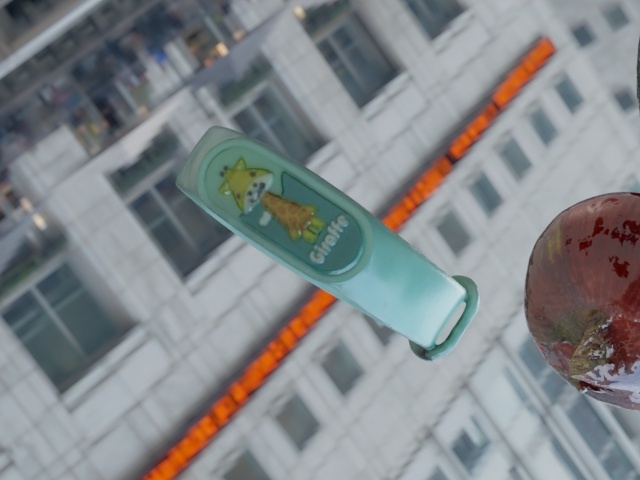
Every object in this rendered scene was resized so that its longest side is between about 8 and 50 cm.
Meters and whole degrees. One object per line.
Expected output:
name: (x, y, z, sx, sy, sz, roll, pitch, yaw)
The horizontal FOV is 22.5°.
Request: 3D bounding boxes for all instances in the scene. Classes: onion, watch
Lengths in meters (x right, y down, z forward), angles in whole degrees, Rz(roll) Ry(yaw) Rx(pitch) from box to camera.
onion: (0.321, 0.071, 1.658, 0.248, 0.248, 0.161, -32, -162, 21)
watch: (0.000, 0.000, 1.150, 0.068, 0.237, 0.195, -58, 161, -2)

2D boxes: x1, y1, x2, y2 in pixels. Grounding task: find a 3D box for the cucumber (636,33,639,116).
cucumber: (0.411, -0.131, 1.815, 0.105, 0.325, 0.145, -23, 157, 28)
